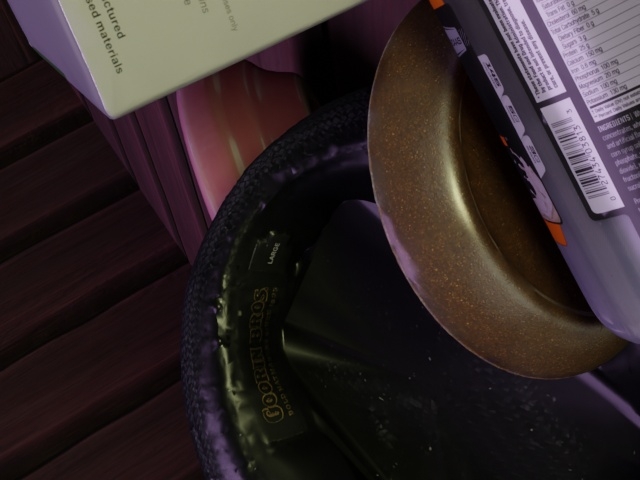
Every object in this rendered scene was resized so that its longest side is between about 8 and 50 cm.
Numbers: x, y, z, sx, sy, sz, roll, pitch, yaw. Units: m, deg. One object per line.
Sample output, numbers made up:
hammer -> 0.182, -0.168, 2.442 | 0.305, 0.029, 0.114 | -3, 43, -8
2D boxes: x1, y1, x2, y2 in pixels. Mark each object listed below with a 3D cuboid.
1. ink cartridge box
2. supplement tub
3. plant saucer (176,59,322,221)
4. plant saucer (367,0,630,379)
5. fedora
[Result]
ink cartridge box -> -0.028, -0.151, 0.461 | 0.160, 0.219, 0.092 | 37, 151, 58
supplement tub -> 0.106, -0.071, 0.353 | 0.190, 0.117, 0.117 | 61, 167, -8
plant saucer -> 0.000, 0.000, 0.827 | 0.332, 0.084, 0.332 | -25, -90, -84
plant saucer -> 0.094, -0.030, 0.426 | 0.029, 0.168, 0.168 | -16, 105, 54
fedora -> 0.087, 0.076, 0.597 | 0.334, 0.334, 0.152 | 55, -160, 17
